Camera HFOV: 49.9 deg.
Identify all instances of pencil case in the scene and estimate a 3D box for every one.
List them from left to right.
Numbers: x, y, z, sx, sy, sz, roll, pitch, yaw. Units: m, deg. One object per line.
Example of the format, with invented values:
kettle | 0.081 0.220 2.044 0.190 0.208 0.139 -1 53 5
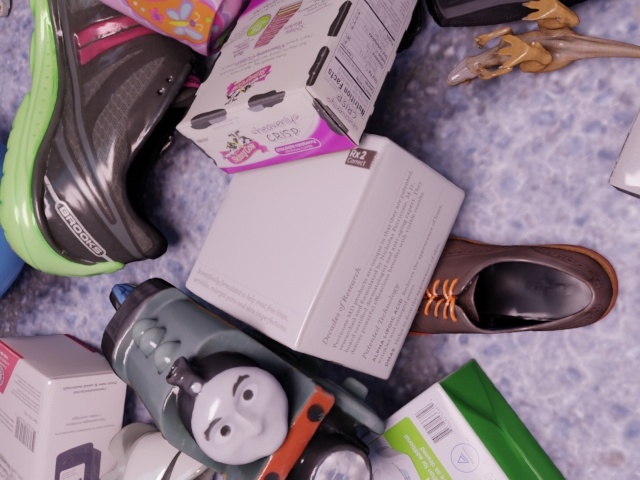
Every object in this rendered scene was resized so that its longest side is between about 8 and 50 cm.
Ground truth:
pencil case | -0.197 -0.285 0.633 0.284 0.124 0.124 27 104 -5

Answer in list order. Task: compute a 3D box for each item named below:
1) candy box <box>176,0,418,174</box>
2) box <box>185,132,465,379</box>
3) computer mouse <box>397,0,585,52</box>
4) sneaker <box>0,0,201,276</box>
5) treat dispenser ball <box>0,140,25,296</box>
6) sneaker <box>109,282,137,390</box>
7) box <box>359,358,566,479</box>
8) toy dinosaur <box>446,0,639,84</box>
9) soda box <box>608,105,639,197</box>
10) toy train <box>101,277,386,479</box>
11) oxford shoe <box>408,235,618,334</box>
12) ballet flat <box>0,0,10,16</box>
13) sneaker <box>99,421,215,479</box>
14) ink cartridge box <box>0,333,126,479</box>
candy box | -0.007 -0.176 0.592 0.159 0.071 0.233 -4 53 44
box | 0.000 0.000 0.615 0.181 0.119 0.182 20 85 49
computer mouse | 0.166 -0.264 0.613 0.272 0.072 0.188 7 96 39
sneaker | -0.216 -0.198 0.771 0.202 0.185 0.483 6 89 -4
treat dispenser ball | -0.500 -0.027 0.826 0.288 0.288 0.288 0 91 27
sneaker | -0.199 0.131 0.797 0.078 0.067 0.188 -37 76 19
box | 0.113 0.284 0.608 0.231 0.127 0.262 -43 73 21
toy dinosaur | 0.203 -0.164 0.580 0.211 0.112 0.064 9 93 34
soda box | 0.367 -0.031 0.493 0.286 0.098 0.091 25 101 25
toy train | -0.084 0.132 0.611 0.142 0.190 0.334 -56 23 -9
oxford shoe | 0.117 0.040 0.618 0.271 0.098 0.097 -6 88 27
ballet flat | -0.467 -0.313 0.934 0.203 0.074 0.074 -46 71 13
sneaker | -0.167 0.378 0.752 0.146 0.122 0.331 2 92 29
ink cartridge box | -0.325 0.249 0.821 0.172 0.100 0.237 13 97 45
